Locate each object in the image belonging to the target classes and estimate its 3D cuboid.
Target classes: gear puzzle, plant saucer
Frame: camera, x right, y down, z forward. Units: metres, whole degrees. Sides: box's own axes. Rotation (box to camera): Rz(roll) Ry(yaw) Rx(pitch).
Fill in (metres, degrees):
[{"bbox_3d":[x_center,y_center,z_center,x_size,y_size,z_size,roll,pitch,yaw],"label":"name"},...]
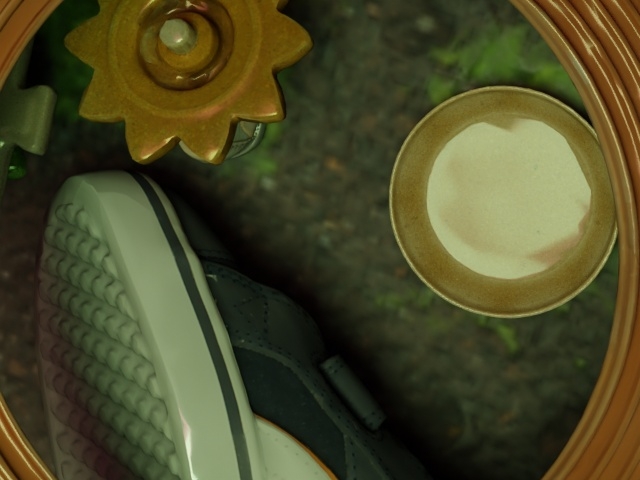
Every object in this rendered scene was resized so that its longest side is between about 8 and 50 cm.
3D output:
[{"bbox_3d":[-0.158,-0.090,0.693,0.338,0.044,0.176,7,82,20],"label":"gear puzzle"},{"bbox_3d":[0.067,-0.015,0.683,0.083,0.015,0.083,3,101,15],"label":"plant saucer"}]

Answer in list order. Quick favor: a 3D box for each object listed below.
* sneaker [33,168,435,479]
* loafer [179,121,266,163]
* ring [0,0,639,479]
[{"bbox_3d":[-0.005,0.121,0.680,0.126,0.127,0.321,-40,65,57],"label":"sneaker"},{"bbox_3d":[-0.051,-0.088,0.690,0.045,0.039,0.125,-16,95,18],"label":"loafer"},{"bbox_3d":[0.000,0.000,0.597,0.336,0.032,0.337,2,83,-18],"label":"ring"}]
